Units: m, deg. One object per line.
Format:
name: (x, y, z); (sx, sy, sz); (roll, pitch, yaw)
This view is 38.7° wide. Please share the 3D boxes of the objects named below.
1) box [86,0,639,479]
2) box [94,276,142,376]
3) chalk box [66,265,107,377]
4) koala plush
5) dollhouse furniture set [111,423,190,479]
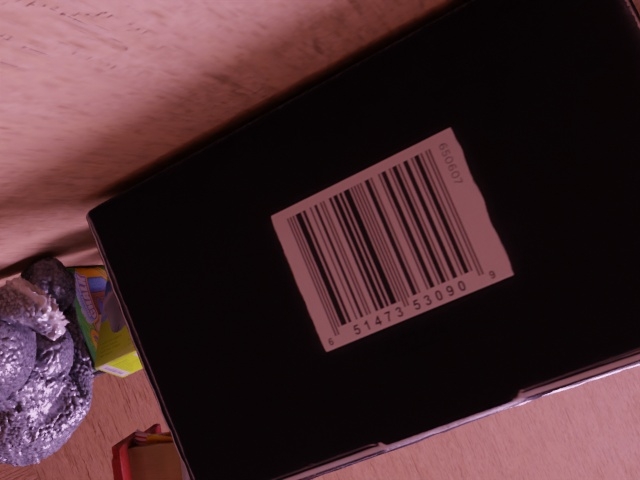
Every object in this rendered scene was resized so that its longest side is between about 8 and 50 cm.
box: (0.132, -0.007, 0.896); (0.480, 0.297, 0.472); (-25, 174, 22)
box: (-0.189, 0.048, 0.993); (0.109, 0.178, 0.042); (-26, 141, 38)
chalk box: (-0.329, 0.115, 1.128); (0.132, 0.132, 0.213); (-22, 175, 9)
koala plush: (-0.314, 0.106, 0.871); (0.196, 0.203, 0.221); (-22, 164, -15)
dollhouse furniture set: (-0.150, 0.158, 1.137); (0.201, 0.374, 0.152); (-8, 177, 10)
